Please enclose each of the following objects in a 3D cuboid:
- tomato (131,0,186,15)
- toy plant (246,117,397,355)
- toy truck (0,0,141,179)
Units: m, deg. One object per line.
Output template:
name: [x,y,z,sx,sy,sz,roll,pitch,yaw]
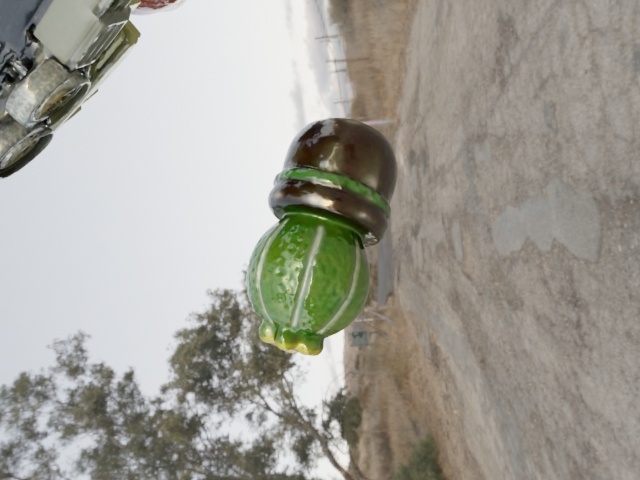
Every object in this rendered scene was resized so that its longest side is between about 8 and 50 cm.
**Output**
tomato: [-0.167,-0.291,0.458,0.187,0.151,0.187,-172,90,-70]
toy plant: [0.000,0.000,0.365,0.093,0.092,0.163,66,-142,-73]
toy truck: [-0.153,-0.166,0.312,0.124,0.272,0.157,46,-148,-17]
